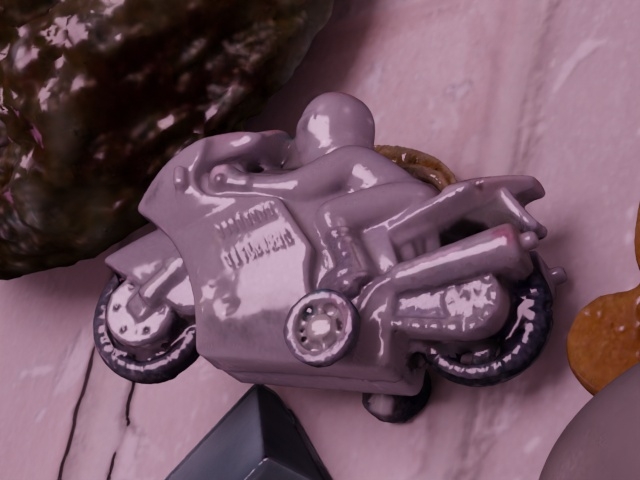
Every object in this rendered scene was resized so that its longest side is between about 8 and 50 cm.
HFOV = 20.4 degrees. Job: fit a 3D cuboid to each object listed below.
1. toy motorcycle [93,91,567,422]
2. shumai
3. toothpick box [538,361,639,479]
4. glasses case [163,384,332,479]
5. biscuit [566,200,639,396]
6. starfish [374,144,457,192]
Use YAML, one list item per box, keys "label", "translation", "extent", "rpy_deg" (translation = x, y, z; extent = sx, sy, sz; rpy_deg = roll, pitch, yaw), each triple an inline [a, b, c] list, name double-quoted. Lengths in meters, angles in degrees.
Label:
- label: "toy motorcycle"
  translation: [0.000, 0.000, 0.938]
  extent: [0.260, 0.110, 0.171]
  rpy_deg: [-1, 70, 25]
- label: "shumai"
  translation: [-0.204, -0.203, 1.120]
  extent: [0.395, 0.348, 0.395]
  rpy_deg: [-25, 41, 24]
- label: "toothpick box"
  translation: [0.194, 0.160, 0.595]
  extent: [0.229, 0.229, 0.316]
  rpy_deg: [-30, 48, 28]
- label: "glasses case"
  translation: [-0.101, 0.205, 0.991]
  extent: [0.266, 0.056, 0.105]
  rpy_deg: [-47, 16, 11]
- label: "biscuit"
  translation: [0.200, 0.029, 0.807]
  extent: [0.184, 0.035, 0.249]
  rpy_deg: [-1, 63, 42]
- label: "starfish"
  translation: [-0.031, 0.002, 1.051]
  extent: [0.247, 0.050, 0.138]
  rpy_deg: [1, 66, 49]
